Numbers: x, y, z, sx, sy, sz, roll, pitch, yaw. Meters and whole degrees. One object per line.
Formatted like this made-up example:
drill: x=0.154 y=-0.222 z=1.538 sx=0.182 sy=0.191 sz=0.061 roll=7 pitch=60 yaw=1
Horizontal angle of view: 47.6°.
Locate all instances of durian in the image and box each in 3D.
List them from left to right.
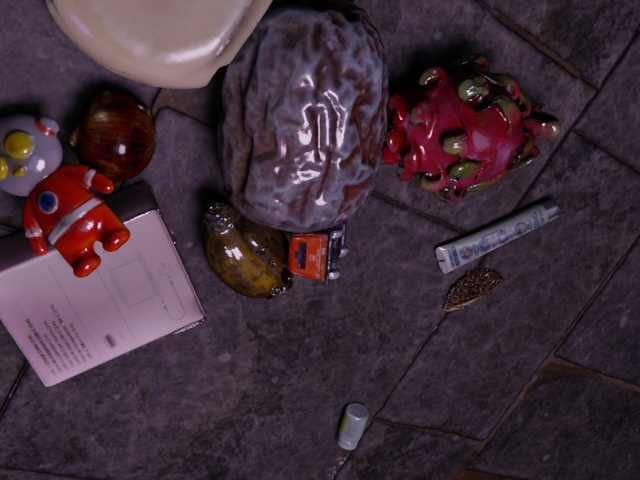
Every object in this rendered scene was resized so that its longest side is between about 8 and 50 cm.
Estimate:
durian: x=0.282 y=0.089 z=1.355 sx=0.130 sy=0.052 sz=0.066 roll=-28 pitch=165 yaw=-2

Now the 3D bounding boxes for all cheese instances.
cheese: x=-0.182 y=-0.312 z=0.838 sx=0.233 sy=0.127 sz=0.266 roll=36 pitch=97 yaw=-26

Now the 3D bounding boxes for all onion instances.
onion: x=-0.265 y=-0.131 z=0.929 sx=0.119 sy=0.118 sz=0.117 roll=-7 pitch=124 yaw=-20

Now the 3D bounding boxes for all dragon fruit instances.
dragon fruit: x=0.218 y=-0.163 z=1.087 sx=0.273 sy=0.198 sz=0.218 roll=8 pitch=87 yaw=-51

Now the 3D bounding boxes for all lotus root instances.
lotus root: x=-0.110 y=0.012 z=1.079 sx=0.120 sy=0.120 sz=0.209 roll=-36 pitch=130 yaw=0

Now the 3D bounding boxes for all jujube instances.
jujube: x=-0.021 y=-0.162 z=0.959 sx=0.226 sy=0.226 sz=0.316 roll=-2 pitch=114 yaw=-23

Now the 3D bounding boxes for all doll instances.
doll: x=-0.340 y=-0.072 z=0.897 sx=0.142 sy=0.076 sz=0.245 roll=-38 pitch=93 yaw=12

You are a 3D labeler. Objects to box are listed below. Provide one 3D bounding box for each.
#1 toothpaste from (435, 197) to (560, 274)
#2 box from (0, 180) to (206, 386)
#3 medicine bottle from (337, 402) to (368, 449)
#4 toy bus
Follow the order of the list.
toothpaste: x=0.317 y=-0.011 z=1.302 sx=0.239 sy=0.039 sz=0.062 roll=-25 pitch=122 yaw=-6
box: x=-0.314 y=0.063 z=1.021 sx=0.252 sy=0.106 sz=0.203 roll=-25 pitch=126 yaw=-10
medicine bottle: x=0.061 y=0.360 z=1.403 sx=0.047 sy=0.047 sz=0.083 roll=3 pitch=118 yaw=-26
toy bus: x=0.000 y=0.000 z=1.093 sx=0.077 sy=0.174 sz=0.079 roll=6 pitch=108 yaw=7
